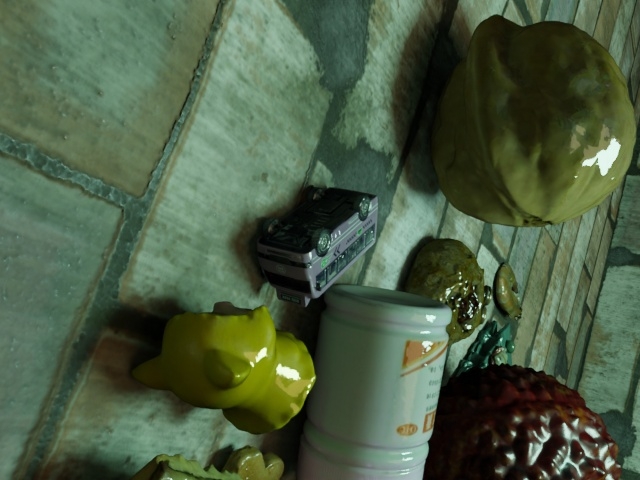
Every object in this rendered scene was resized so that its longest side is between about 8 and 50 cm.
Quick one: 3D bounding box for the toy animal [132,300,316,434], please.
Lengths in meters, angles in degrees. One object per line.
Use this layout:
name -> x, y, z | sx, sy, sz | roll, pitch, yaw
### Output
toy animal -> -0.094, 0.154, 0.726 | 0.230, 0.156, 0.156 | 34, 71, -52

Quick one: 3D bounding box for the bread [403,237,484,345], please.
bread -> 0.258, 0.113, 1.243 | 0.230, 0.123, 0.230 | -22, 117, -54

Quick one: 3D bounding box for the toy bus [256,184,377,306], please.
toy bus -> 0.000, 0.000, 0.860 | 0.199, 0.096, 0.108 | -40, 135, -47

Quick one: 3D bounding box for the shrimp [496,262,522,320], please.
shrimp -> 0.536, 0.148, 1.735 | 0.236, 0.053, 0.133 | 49, 39, -45

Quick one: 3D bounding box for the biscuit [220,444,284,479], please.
biscuit -> -0.104, 0.386, 0.870 | 0.166, 0.036, 0.225 | -53, 141, -28

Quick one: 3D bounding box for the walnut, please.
walnut -> 0.383, -0.207, 1.119 | 0.384, 0.384, 0.383 | -21, 116, -51

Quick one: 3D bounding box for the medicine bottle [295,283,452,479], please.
medicine bottle -> 0.080, 0.239, 0.949 | 0.202, 0.202, 0.315 | 4, 97, -56

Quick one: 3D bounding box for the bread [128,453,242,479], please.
bread -> -0.182, 0.359, 0.633 | 0.204, 0.163, 0.262 | 44, 48, -51

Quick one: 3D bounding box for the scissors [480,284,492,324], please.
scissors -> 0.357, 0.121, 1.390 | 0.220, 0.017, 0.088 | -65, 166, -77

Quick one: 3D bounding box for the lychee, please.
lychee -> 0.413, 0.478, 1.299 | 0.500, 0.425, 0.424 | 32, 72, -36

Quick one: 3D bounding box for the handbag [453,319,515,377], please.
handbag -> 0.448, 0.392, 1.615 | 0.269, 0.100, 0.274 | -37, 129, -44
